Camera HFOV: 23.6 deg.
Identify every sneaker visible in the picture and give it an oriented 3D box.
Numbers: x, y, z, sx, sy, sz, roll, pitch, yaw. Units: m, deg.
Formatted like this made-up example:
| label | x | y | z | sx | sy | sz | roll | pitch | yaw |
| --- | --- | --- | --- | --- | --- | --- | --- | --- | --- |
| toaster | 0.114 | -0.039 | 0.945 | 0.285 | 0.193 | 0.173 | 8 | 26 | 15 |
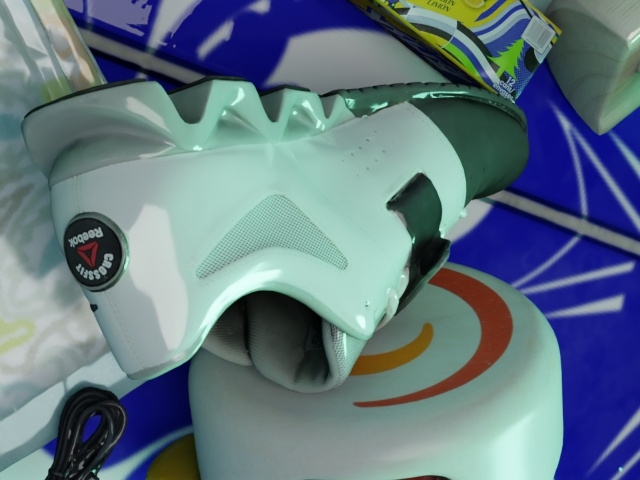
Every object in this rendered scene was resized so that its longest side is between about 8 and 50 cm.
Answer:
| label | x | y | z | sx | sy | sz | roll | pitch | yaw |
| --- | --- | --- | --- | --- | --- | --- | --- | --- | --- |
| sneaker | 0.000 | 0.000 | 0.763 | 0.330 | 0.122 | 0.146 | -8 | 82 | -48 |

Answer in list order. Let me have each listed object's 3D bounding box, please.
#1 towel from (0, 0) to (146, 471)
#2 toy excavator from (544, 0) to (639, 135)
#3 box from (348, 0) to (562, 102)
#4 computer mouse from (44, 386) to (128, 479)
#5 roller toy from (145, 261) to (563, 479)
| label | x | y | z | sx | sy | sz | roll | pitch | yaw |
| --- | --- | --- | --- | --- | --- | --- | --- | --- | --- |
| towel | -0.265 | -0.003 | 0.732 | 0.374 | 0.090 | 0.320 | -32 | 108 | -14 |
| toy excavator | 0.335 | 0.061 | 0.895 | 0.222 | 0.433 | 0.445 | -38 | 140 | -11 |
| box | 0.049 | -0.144 | 0.844 | 0.169 | 0.059 | 0.054 | 35 | 88 | -24 |
| computer mouse | -0.193 | 0.098 | 0.709 | 0.193 | 0.042 | 0.106 | 20 | 96 | -29 |
| roller toy | 0.029 | 0.111 | 0.808 | 0.209 | 0.191 | 0.146 | -24 | 123 | -32 |
